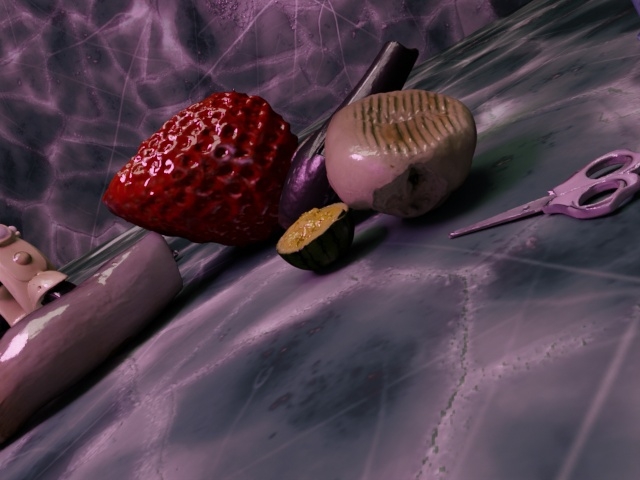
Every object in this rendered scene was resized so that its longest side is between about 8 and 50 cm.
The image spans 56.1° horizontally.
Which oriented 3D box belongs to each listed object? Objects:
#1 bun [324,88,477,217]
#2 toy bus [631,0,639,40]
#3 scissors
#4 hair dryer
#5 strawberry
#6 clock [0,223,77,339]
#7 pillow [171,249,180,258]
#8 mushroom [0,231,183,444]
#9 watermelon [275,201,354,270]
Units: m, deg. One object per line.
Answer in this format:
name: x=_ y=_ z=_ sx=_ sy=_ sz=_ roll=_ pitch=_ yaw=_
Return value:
bun: x=0.096 y=-0.091 z=0.712 sx=0.178 sy=0.128 sz=0.193 roll=-3 pitch=34 yaw=4
toy bus: x=0.525 y=-0.389 z=0.717 sx=0.152 sy=0.190 sz=0.312 roll=-41 pitch=18 yaw=-31
scissors: x=0.196 y=-0.032 z=0.545 sx=0.189 sy=0.015 sz=0.100 roll=-20 pitch=21 yaw=40
hair dryer: x=0.050 y=-0.146 z=0.961 sx=0.304 sy=0.120 sz=0.359 roll=-62 pitch=-4 yaw=5
strawberry: x=-0.175 y=-0.099 z=1.041 sx=0.310 sy=0.291 sz=0.291 roll=-51 pitch=19 yaw=-11
clock: x=-0.686 y=0.116 z=1.335 sx=0.378 sy=0.277 sz=0.120 roll=-25 pitch=14 yaw=34
pillow: x=-0.415 y=0.070 z=1.310 sx=0.141 sy=0.055 sz=0.208 roll=3 pitch=27 yaw=19
mushroom: x=-0.371 y=0.145 z=0.889 sx=0.177 sy=0.126 sz=0.397 roll=-31 pitch=11 yaw=45
watermelon: x=0.000 y=0.000 z=0.737 sx=0.105 sy=0.062 sz=0.105 roll=-30 pitch=22 yaw=13
